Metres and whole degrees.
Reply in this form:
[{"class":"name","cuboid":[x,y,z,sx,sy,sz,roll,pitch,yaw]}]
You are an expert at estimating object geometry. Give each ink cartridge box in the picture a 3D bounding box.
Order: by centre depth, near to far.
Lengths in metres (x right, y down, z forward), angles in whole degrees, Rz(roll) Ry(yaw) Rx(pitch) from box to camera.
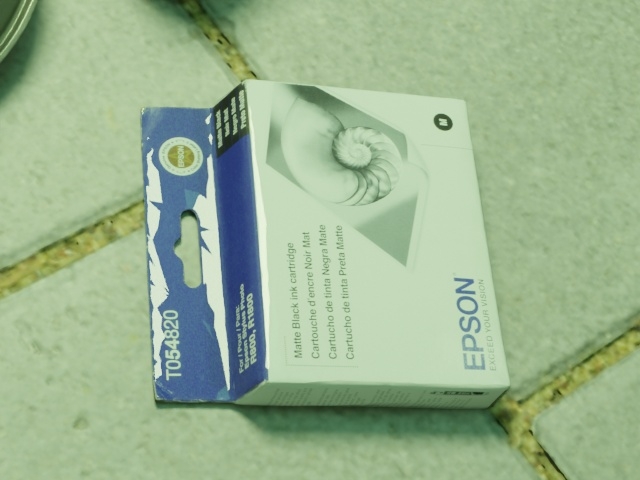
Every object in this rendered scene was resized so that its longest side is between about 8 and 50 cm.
[{"class":"ink cartridge box","cuboid":[0.000,0.000,1.058,0.224,0.045,0.223,2,62,-16]}]

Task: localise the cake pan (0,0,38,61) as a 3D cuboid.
[{"class":"cake pan","cuboid":[-0.319,-0.206,1.029,0.293,0.054,0.293,2,74,-7]}]
